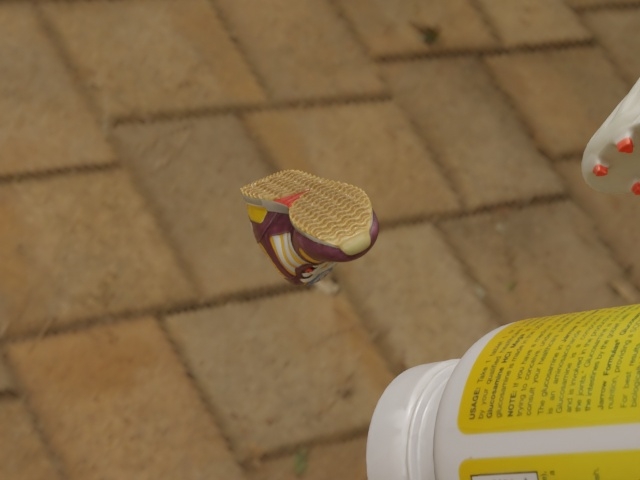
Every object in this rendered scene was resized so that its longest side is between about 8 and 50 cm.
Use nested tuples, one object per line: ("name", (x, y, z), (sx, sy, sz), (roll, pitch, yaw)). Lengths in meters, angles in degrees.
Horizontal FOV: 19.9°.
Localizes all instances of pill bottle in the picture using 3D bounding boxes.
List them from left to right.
("pill bottle", (0.197, 0.135, 1.170), (0.188, 0.334, 0.188), (11, 75, -45))

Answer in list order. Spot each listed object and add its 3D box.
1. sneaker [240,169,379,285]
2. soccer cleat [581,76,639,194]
("sneaker", (0.000, 0.000, 1.464), (0.070, 0.084, 0.185), (-24, 23, -17))
("soccer cleat", (0.250, -0.106, 1.247), (0.068, 0.196, 0.076), (23, 41, -23))
